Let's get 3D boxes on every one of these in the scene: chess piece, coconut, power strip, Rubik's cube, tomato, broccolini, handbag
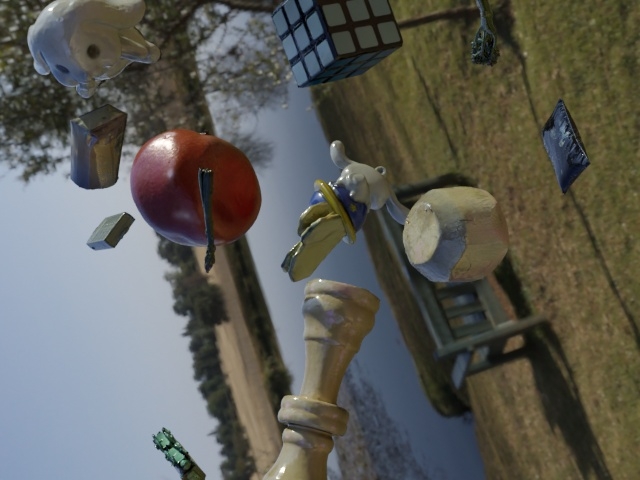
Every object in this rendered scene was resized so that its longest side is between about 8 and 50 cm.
[{"bbox_3d":[-0.009,0.260,1.126,0.117,0.117,0.397,99,-176,-73],"label":"chess piece"},{"bbox_3d":[0.318,-0.012,1.775,0.227,0.230,0.227,-3,87,63],"label":"coconut"},{"bbox_3d":[-0.282,-0.011,1.030,0.019,0.051,0.136,38,162,-22],"label":"power strip"},{"bbox_3d":[0.029,-0.393,1.437,0.160,0.162,0.163,-19,92,61],"label":"Rubik's cube"},{"bbox_3d":[-0.315,-0.132,1.995,0.325,0.293,0.289,36,-116,-54],"label":"tomato"},{"bbox_3d":[0.386,-0.537,1.915,0.079,0.074,0.392,37,179,25],"label":"broccolini"},{"bbox_3d":[-0.449,-0.179,1.573,0.095,0.117,0.173,32,130,16],"label":"handbag"}]

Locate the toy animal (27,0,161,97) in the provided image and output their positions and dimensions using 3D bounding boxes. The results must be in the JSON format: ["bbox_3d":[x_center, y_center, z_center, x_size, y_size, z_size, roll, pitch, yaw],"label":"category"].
[{"bbox_3d":[-0.456,-0.406,1.559,0.174,0.249,0.289,60,165,-7],"label":"toy animal"}]

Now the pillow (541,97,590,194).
[{"bbox_3d":[0.617,-0.240,1.970,0.141,0.055,0.208,105,158,-57],"label":"pillow"}]

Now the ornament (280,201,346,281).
[{"bbox_3d":[0.000,0.000,1.844,0.059,0.180,0.201,44,127,25],"label":"ornament"}]

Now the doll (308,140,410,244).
[{"bbox_3d":[0.064,-0.137,2.029,0.311,0.243,0.159,61,-177,26],"label":"doll"}]

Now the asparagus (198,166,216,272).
[{"bbox_3d":[-0.183,-0.028,1.264,0.233,0.023,0.022,96,151,-45],"label":"asparagus"}]

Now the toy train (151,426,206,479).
[{"bbox_3d":[-0.249,0.371,1.340,0.148,0.038,0.071,22,146,58],"label":"toy train"}]
